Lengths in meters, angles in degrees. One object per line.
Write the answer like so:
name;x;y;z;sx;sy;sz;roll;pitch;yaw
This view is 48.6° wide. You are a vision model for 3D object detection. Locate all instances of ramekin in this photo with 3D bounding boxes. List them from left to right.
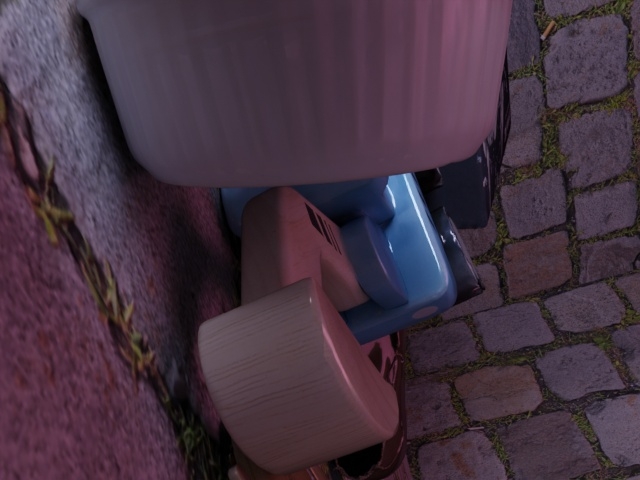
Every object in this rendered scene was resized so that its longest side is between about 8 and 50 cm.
ramekin;-0.008;-0.113;0.455;0.273;0.272;0.127;-85;170;-77

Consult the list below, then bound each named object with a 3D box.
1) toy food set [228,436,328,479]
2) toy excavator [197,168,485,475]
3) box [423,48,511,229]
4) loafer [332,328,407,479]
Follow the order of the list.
toy food set;-0.032;0.182;0.491;0.132;0.038;0.192;58;3;0
toy excavator;0.000;0.000;0.653;0.445;0.222;0.433;41;29;-59
box;0.115;-0.320;1.074;0.480;0.297;0.472;-56;141;-58
loafer;0.053;0.141;0.919;0.130;0.133;0.366;-4;84;-80
